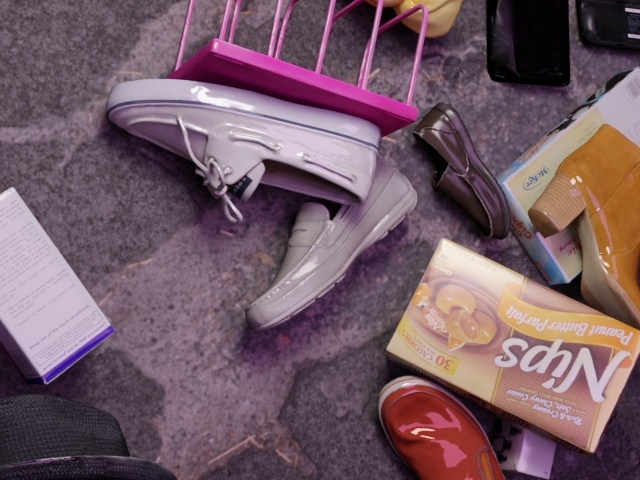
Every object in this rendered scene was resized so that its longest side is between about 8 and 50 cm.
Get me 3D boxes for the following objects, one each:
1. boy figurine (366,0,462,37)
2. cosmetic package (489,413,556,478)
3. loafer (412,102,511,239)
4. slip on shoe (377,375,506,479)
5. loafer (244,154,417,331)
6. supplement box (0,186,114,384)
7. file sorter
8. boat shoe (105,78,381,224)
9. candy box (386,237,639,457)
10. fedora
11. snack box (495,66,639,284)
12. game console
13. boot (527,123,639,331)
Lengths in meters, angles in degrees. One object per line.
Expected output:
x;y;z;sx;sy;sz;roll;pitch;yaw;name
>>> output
0.075;-0.389;1.860;0.285;0.177;0.092;36;109;-5;boy figurine
0.308;0.222;1.936;0.060;0.099;0.239;18;77;-21;cosmetic package
0.200;-0.090;1.939;0.078;0.080;0.220;-30;92;-14;loafer
0.194;0.330;1.858;0.123;0.101;0.331;-31;100;7;slip on shoe
0.000;0.000;1.823;0.111;0.112;0.319;49;61;-7;loafer
-0.372;0.058;1.646;0.114;0.111;0.220;-39;101;-22;supplement box
-0.029;-0.262;1.783;0.290;0.202;0.182;16;75;-21;file sorter
-0.107;-0.103;1.744;0.367;0.136;0.157;11;74;-12;boat shoe
0.270;0.149;1.854;0.316;0.087;0.183;26;80;9;candy box
-0.343;0.278;1.588;0.334;0.334;0.153;-2;55;-24;fedora
0.420;-0.100;2.037;0.322;0.060;0.187;-39;101;-22;snack box
0.419;-0.341;2.073;0.361;0.044;0.213;2;86;-23;game console
0.456;-0.011;1.957;0.211;0.104;0.295;-42;99;-21;boot
